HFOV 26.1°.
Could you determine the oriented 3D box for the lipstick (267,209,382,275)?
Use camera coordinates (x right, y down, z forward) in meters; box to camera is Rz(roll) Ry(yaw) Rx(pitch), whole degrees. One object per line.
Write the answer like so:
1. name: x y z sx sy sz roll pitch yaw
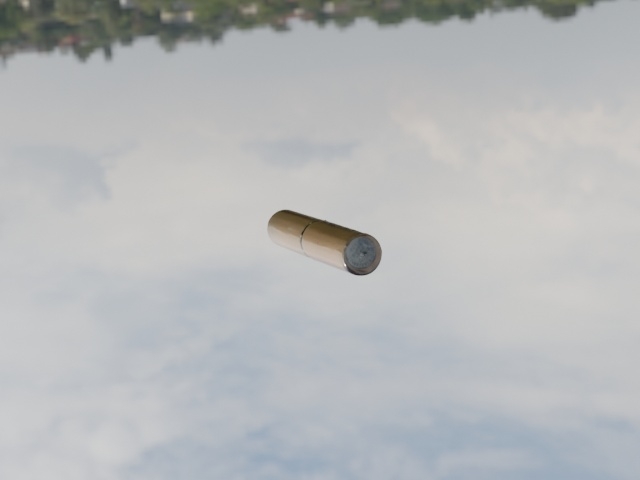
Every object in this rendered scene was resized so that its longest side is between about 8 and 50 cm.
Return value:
1. lipstick: 0.000 0.000 0.598 0.019 0.019 0.094 -7 -170 -21
